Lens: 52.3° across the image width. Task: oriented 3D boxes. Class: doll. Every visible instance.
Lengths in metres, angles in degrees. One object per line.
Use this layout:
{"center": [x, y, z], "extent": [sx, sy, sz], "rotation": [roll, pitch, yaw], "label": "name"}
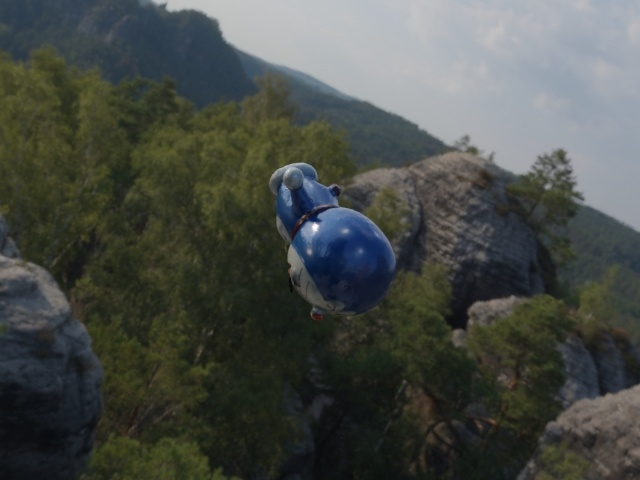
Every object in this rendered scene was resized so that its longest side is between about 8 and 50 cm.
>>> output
{"center": [0.000, 0.000, 0.979], "extent": [0.257, 0.161, 0.215], "rotation": [52, -5, 42], "label": "doll"}
